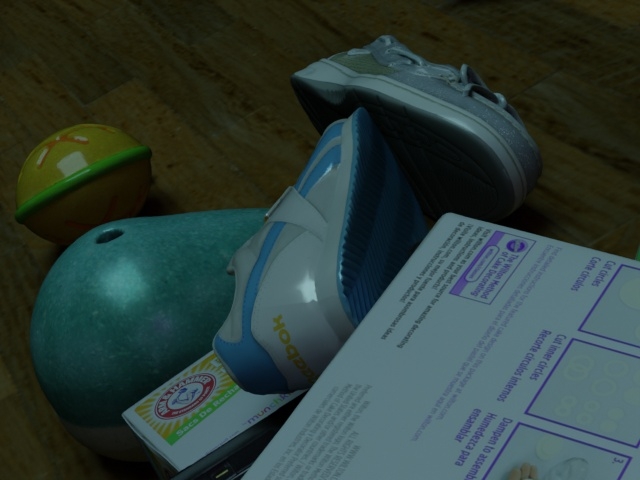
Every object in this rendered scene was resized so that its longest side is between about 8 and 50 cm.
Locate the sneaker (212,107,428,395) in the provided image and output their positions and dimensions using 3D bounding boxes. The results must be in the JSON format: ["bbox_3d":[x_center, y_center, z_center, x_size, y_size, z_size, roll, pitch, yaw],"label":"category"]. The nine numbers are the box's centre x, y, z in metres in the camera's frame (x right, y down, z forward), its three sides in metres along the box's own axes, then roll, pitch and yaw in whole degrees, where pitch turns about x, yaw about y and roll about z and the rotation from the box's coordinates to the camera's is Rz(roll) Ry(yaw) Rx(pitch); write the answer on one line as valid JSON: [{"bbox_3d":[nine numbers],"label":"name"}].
[{"bbox_3d":[0.000,0.000,0.921,0.092,0.087,0.228,-25,19,21],"label":"sneaker"}]

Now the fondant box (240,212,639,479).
[{"bbox_3d":[0.148,0.126,0.698,0.330,0.096,0.238,15,45,28],"label":"fondant box"}]

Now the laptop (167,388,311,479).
[{"bbox_3d":[-0.002,0.194,0.758,0.234,0.136,0.264,-31,69,-12],"label":"laptop"}]

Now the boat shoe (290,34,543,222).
[{"bbox_3d":[0.079,-0.097,1.251,0.103,0.118,0.320,-36,21,-10],"label":"boat shoe"}]

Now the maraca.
[{"bbox_3d":[-0.200,-0.046,1.431,0.127,0.099,0.186,-25,0,-2],"label":"maraca"}]

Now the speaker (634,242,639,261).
[{"bbox_3d":[0.244,-0.061,0.831,0.131,0.296,0.131,12,19,-4],"label":"speaker"}]

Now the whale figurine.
[{"bbox_3d":[-0.069,0.028,1.123,0.272,0.141,0.216,-31,26,-11],"label":"whale figurine"}]

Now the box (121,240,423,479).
[{"bbox_3d":[0.008,0.100,0.956,0.203,0.114,0.103,-35,27,-15],"label":"box"}]
